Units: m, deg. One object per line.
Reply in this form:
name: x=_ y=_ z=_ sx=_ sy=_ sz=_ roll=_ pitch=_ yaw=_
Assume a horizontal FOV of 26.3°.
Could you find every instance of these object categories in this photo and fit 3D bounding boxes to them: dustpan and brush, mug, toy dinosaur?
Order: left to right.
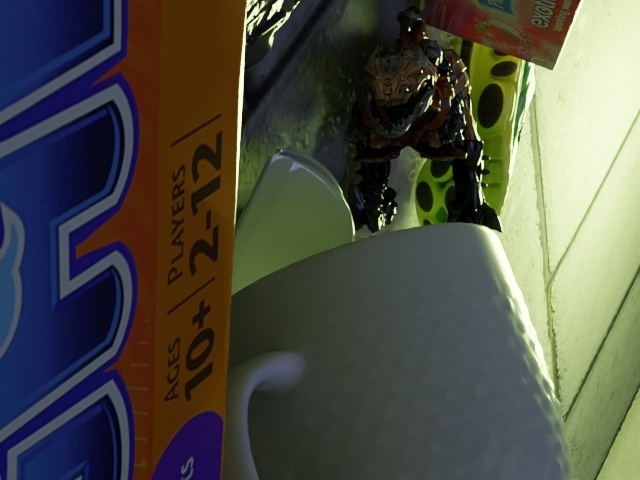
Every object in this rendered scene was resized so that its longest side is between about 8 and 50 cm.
dustpan and brush: x=0.000 y=0.000 z=1.260 sx=0.211 sy=0.060 sz=0.147 roll=18 pitch=105 yaw=-33
mug: x=0.047 y=0.186 z=1.136 sx=0.374 sy=0.276 sz=0.328 roll=4 pitch=63 yaw=-52
toy dinosaur: x=0.104 y=-0.120 z=1.344 sx=0.322 sy=0.164 sz=0.218 roll=-16 pitch=107 yaw=-55

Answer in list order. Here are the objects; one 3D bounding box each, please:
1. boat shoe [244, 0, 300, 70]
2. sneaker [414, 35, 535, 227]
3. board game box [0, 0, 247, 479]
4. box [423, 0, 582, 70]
boat shoe: x=-0.076 y=-0.162 z=0.984 sx=0.285 sy=0.103 sz=0.092 roll=-56 pitch=147 yaw=-42
sneaker: x=0.192 y=-0.127 z=1.557 sx=0.123 sy=0.109 sz=0.295 roll=-16 pitch=123 yaw=-60
board game box: x=-0.264 y=-0.019 z=0.380 sx=0.356 sy=0.356 sz=0.356 roll=-37 pitch=140 yaw=-49
box: x=0.191 y=-0.294 z=1.280 sx=0.300 sy=0.154 sz=0.142 roll=88 pitch=24 yaw=-77
